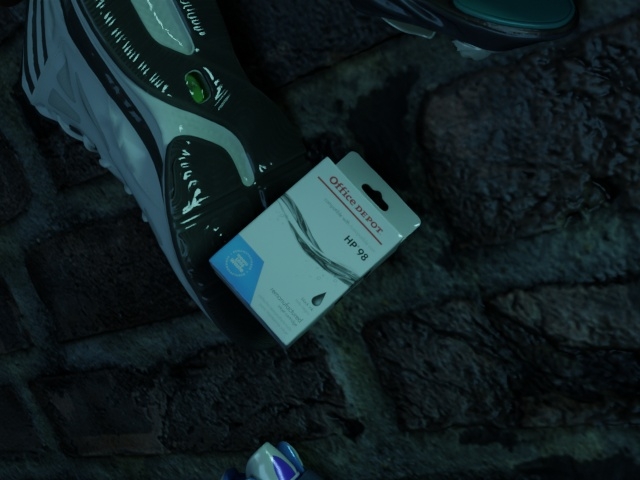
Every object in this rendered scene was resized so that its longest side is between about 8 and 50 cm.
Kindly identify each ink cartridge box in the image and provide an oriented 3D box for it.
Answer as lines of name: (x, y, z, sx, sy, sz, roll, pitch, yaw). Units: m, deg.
ink cartridge box: (0.000, 0.000, 0.767, 0.104, 0.180, 0.060, 47, 171, 8)

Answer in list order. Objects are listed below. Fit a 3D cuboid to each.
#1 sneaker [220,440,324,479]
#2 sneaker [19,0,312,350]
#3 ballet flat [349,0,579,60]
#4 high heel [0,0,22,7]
sneaker: (0.002, 0.345, 0.979, 0.322, 0.130, 0.236, -15, 107, 47)
sneaker: (-0.165, -0.100, 0.892, 0.257, 0.169, 0.448, 3, 119, 55)
ballet flat: (0.105, -0.186, 0.671, 0.203, 0.074, 0.074, 23, 125, 19)
high heel: (-0.401, -0.443, 0.881, 0.181, 0.127, 0.377, 27, 125, 26)
